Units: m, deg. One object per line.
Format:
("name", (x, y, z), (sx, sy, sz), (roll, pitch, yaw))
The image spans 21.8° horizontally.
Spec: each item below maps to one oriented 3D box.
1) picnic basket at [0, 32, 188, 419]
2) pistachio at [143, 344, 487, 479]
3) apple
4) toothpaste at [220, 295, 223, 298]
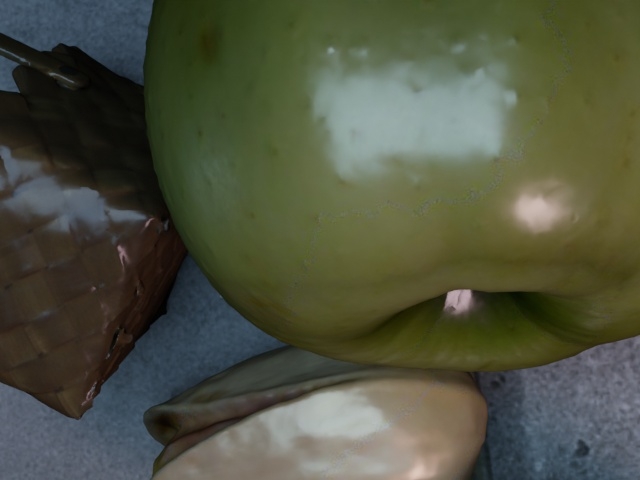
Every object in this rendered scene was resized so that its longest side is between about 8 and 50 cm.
("picnic basket", (-0.259, -0.036, 1.362), (0.321, 0.291, 0.254), (23, 112, 4))
("pistachio", (-0.007, 0.166, 1.361), (0.299, 0.187, 0.187), (-12, 88, 12))
("apple", (0.094, -0.124, 1.202), (0.474, 0.473, 0.473), (0, 92, 15))
("toothpaste", (0.000, 0.000, 1.436), (0.204, 0.031, 0.049), (-30, 85, 12))
